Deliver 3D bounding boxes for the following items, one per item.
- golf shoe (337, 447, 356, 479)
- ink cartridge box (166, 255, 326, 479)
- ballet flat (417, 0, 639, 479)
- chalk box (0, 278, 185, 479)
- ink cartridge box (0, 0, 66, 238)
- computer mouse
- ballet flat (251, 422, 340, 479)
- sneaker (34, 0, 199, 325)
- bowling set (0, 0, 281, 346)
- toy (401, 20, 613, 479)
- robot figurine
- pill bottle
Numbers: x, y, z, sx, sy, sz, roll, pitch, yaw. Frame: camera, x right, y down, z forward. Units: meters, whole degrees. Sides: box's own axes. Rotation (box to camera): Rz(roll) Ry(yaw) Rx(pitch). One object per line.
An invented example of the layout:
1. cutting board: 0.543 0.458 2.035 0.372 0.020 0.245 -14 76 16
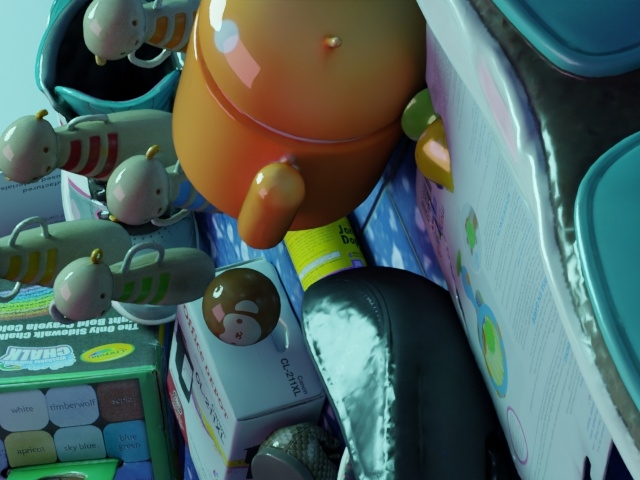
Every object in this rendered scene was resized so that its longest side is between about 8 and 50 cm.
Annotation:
1. golf shoe: 0.034 0.175 1.067 0.086 0.069 0.176 -125 27 -59
2. ink cartridge box: -0.061 0.114 1.277 0.175 0.072 0.127 103 148 -56
3. ballet flat: 0.126 -0.021 0.586 0.139 0.139 0.400 97 156 -48
4. chalk box: -0.214 0.153 1.450 0.289 0.180 0.179 -94 -1 -62
5. ink cartridge box: -0.311 -0.057 1.728 0.385 0.160 0.279 100 150 -51
6. computer mouse: 0.072 0.100 0.831 0.188 0.072 0.272 33 -158 -38
7. ballet flat: -0.013 0.214 1.256 0.084 0.058 0.250 24 143 21
8. sneaker: -0.152 -0.078 1.332 0.178 0.123 0.296 163 94 -81
9. bowling set: -0.120 -0.018 1.124 0.200 0.154 0.287 50 127 32
10. toy: 0.100 0.016 0.764 0.137 0.056 0.237 91 161 -48
11. robot figurine: -0.011 -0.088 0.893 0.128 0.158 0.219 48 156 10
12. pill bottle: 0.000 0.000 1.057 0.043 0.043 0.083 114 138 -62
